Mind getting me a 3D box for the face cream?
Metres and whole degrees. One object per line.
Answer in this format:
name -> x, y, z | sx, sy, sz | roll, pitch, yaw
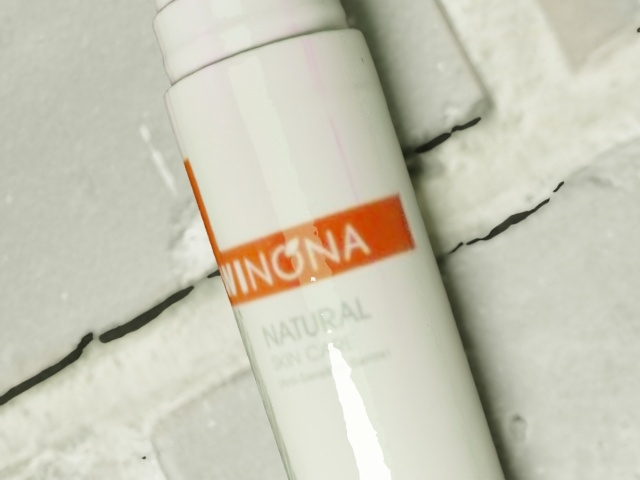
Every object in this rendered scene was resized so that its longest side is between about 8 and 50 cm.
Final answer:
face cream -> 0.000, 0.000, 0.525 | 0.102, 0.102, 0.346 | -19, 90, 19
